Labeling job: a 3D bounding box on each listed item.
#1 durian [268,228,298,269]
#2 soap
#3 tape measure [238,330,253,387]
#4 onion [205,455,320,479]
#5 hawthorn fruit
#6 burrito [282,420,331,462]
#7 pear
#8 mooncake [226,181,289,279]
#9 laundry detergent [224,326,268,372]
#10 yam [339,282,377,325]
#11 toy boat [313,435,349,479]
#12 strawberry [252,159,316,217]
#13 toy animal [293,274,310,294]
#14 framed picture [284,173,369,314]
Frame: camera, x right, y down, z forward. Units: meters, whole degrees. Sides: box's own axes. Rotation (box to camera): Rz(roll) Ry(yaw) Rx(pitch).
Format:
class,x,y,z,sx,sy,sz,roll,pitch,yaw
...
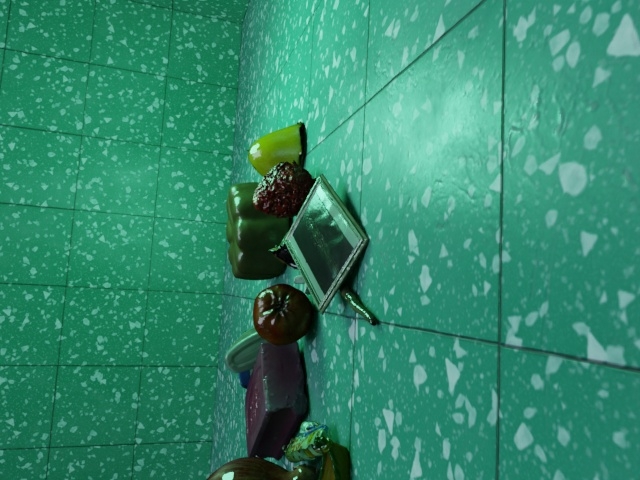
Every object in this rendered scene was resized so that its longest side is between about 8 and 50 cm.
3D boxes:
class,x,y,z,sx,sy,sz,roll,pitch,yaw
durian,-0.049,0.013,1.457,0.108,0.119,0.186,-52,11,-35
soap,-0.146,0.502,1.538,0.360,0.128,0.233,110,157,-43
tape measure,-0.262,0.528,1.897,0.215,0.097,0.351,91,172,-66
onion,-0.152,0.708,1.201,0.353,0.353,0.354,-175,90,-73
hawthorn fruit,-0.111,0.222,1.440,0.200,0.179,0.179,101,166,-63
burrito,-0.030,0.507,1.260,0.104,0.054,0.288,-63,5,-35
pear,-0.165,-0.291,1.737,0.267,0.178,0.267,180,90,-71
mooncake,-0.249,-0.034,1.869,0.378,0.200,0.379,-178,90,-74
laundry detergent,-0.236,0.365,1.727,0.105,0.214,0.280,61,170,-2
yam,0.073,0.133,1.100,0.029,0.027,0.234,63,173,-22
toy boat,0.010,0.537,1.092,0.089,0.088,0.230,-153,70,-70
strawberry,-0.116,-0.149,1.519,0.187,0.201,0.184,53,157,38
toy animal,-0.017,0.071,1.337,0.071,0.085,0.124,30,121,52
framed picture,0.000,0.000,1.226,0.231,0.018,0.293,-60,37,25
